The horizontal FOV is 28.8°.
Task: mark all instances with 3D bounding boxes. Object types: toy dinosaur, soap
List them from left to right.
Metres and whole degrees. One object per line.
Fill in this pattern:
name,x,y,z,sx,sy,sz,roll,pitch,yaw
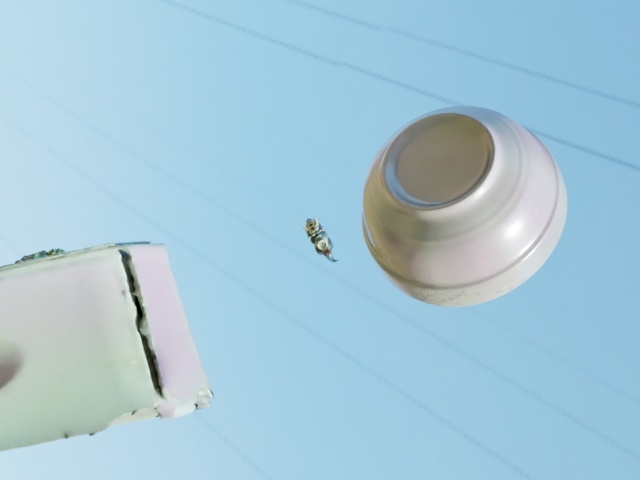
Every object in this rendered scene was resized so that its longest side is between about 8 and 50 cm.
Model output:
soap,-0.309,0.117,1.115,0.446,0.261,0.156,-13,-95,21
toy dinosaur,0.000,0.000,2.016,0.083,0.030,0.047,58,4,-17

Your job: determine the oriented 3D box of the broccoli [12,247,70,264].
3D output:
broccoli,-0.338,0.142,1.654,0.269,0.261,0.241,57,-21,-18

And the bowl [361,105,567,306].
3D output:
bowl,0.177,-0.069,1.677,0.287,0.287,0.144,45,-6,39
